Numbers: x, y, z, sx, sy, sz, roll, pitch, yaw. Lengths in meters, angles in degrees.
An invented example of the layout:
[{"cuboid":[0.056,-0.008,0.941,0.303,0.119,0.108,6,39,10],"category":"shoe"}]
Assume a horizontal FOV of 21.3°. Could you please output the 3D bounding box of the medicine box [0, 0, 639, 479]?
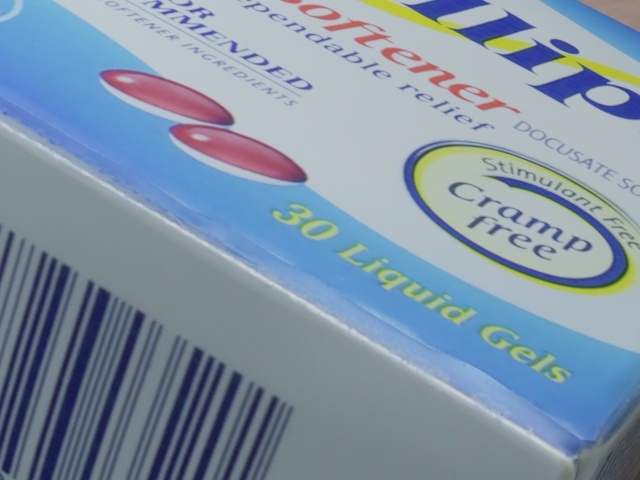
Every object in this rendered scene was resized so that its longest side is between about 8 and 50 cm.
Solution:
[{"cuboid":[0.000,0.000,0.582,0.263,0.149,0.289,30,31,15],"category":"medicine box"}]
